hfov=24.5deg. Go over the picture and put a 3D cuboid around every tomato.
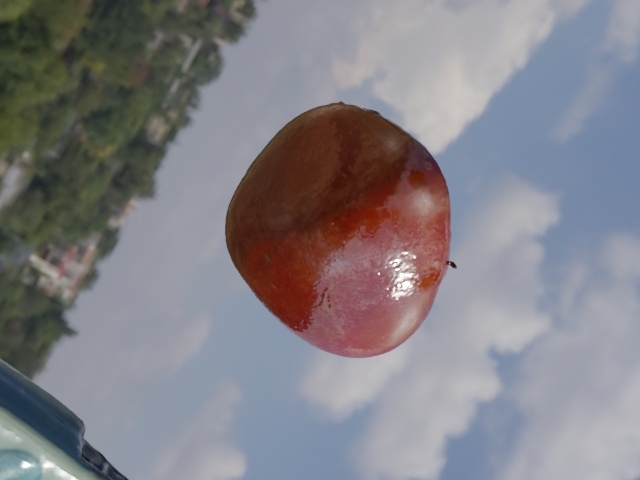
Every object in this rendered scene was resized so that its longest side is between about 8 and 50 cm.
[{"bbox_3d":[-0.002,-0.008,0.943,0.082,0.166,0.174,-20,149,-37],"label":"tomato"}]

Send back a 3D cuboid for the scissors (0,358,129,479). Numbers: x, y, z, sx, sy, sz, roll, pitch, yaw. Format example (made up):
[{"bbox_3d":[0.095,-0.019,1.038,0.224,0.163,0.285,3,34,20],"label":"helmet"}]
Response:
[{"bbox_3d":[-0.132,0.075,0.599,0.138,0.289,0.041,-32,-142,17],"label":"scissors"}]
